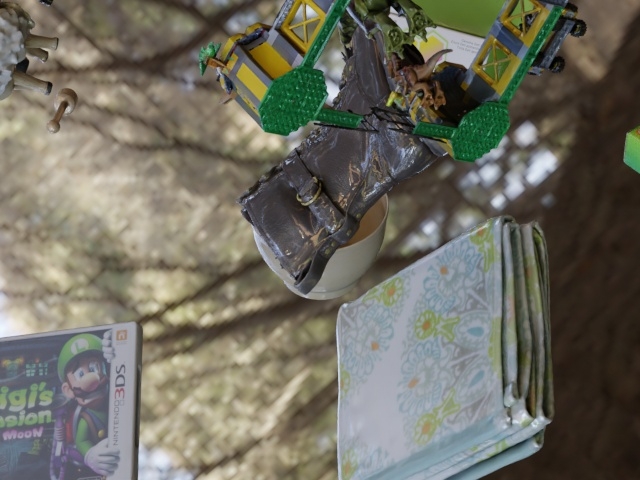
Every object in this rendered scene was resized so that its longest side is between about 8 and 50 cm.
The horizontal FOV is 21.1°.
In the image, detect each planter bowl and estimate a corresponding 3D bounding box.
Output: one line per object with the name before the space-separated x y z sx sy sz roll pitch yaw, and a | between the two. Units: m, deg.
planter bowl | 0.000 0.000 2.004 0.162 0.162 0.109 -111 13 -48

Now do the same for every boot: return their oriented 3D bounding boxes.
boot | 0.005 -0.100 1.658 0.091 0.229 0.263 35 -159 -41

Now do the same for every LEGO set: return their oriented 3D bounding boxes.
LEGO set | 0.039 -0.210 1.383 0.331 0.255 0.192 -3 -142 -40

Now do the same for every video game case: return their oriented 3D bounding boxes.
video game case | -0.265 0.169 1.652 0.022 0.190 0.173 59 -153 -60

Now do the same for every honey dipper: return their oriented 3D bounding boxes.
honey dipper | -0.336 -0.165 2.219 0.030 0.030 0.161 42 -168 -15

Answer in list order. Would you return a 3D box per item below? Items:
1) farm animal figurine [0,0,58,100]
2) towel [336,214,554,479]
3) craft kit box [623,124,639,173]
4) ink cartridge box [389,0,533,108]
farm animal figurine | -0.373 -0.316 1.832 0.172 0.327 0.330 15 -179 -28
towel | 0.155 0.171 2.239 0.090 0.374 0.320 25 -129 -31
craft kit box | 0.531 -0.102 2.010 0.250 0.246 0.061 41 149 32
ink cartridge box | 0.147 -0.258 2.079 0.189 0.255 0.097 20 -169 30
